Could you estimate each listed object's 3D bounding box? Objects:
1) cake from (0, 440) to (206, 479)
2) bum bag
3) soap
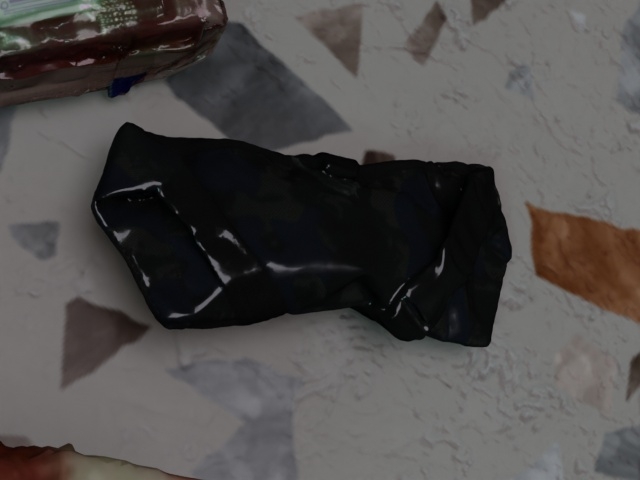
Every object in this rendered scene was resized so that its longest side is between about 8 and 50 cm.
[{"bbox_3d":[-0.217,0.231,0.751,0.320,0.269,0.270,5,75,-18],"label":"cake"},{"bbox_3d":[0.000,0.000,0.996,0.310,0.074,0.137,4,64,-25],"label":"bum bag"},{"bbox_3d":[-0.176,-0.226,0.973,0.218,0.098,0.273,-14,82,-23],"label":"soap"}]
